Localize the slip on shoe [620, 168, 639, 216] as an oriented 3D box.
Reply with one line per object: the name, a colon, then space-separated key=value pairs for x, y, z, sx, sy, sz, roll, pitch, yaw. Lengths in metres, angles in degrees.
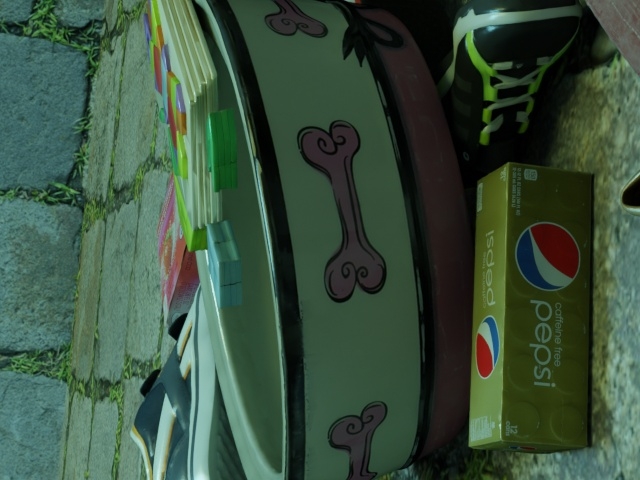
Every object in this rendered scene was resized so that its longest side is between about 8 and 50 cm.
slip on shoe: x=0.207 y=-0.037 z=0.930 sx=0.135 sy=0.041 sz=0.051 roll=148 pitch=126 yaw=-71

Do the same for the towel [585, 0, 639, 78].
towel: x=0.228 y=-0.254 z=0.957 sx=0.237 sy=0.037 sz=0.329 roll=-106 pitch=28 yaw=-58

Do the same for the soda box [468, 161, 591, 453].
soda box: x=0.136 y=0.045 z=1.117 sx=0.058 sy=0.061 sz=0.181 roll=148 pitch=126 yaw=-70

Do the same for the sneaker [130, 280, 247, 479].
sneaker: x=-0.096 y=0.129 z=1.556 sx=0.127 sy=0.126 sz=0.321 roll=-30 pitch=36 yaw=39

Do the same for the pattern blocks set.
pattern blocks set: x=-0.105 y=-0.116 z=1.302 sx=0.325 sy=0.026 sz=0.285 roll=-116 pitch=20 yaw=-56

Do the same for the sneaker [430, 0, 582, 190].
sneaker: x=0.130 y=-0.096 z=1.187 sx=0.235 sy=0.084 sz=0.097 roll=114 pitch=146 yaw=-71

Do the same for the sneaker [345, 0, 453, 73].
sneaker: x=0.023 y=-0.254 z=1.447 sx=0.145 sy=0.090 sz=0.270 roll=173 pitch=76 yaw=-77

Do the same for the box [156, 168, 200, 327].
box: x=-0.057 y=-0.059 z=1.686 sx=0.142 sy=0.154 sz=0.300 roll=-100 pitch=21 yaw=-46

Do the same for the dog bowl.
dog bowl: x=0.000 y=0.000 z=1.316 sx=0.408 sy=0.150 sz=0.408 roll=172 pitch=90 yaw=-80
